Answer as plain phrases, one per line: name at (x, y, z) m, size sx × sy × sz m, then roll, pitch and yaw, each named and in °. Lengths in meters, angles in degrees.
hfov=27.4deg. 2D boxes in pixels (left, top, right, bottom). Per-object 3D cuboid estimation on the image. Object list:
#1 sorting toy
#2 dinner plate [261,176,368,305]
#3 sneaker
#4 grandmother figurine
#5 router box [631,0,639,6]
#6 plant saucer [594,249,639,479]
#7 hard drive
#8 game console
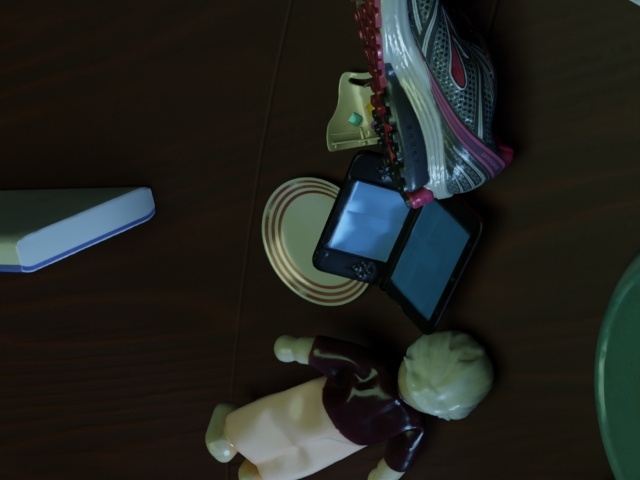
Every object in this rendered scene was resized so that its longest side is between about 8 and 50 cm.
sorting toy at (0.047, -0.129, 1.268) m, size 0.083 × 0.045 × 0.075 m, roll -3°, pitch 99°, yaw 37°
dinner plate at (0.000, 0.000, 1.368) m, size 0.141 × 0.017 × 0.141 m, roll 15°, pitch 118°, yaw 31°
sneaker at (0.092, -0.178, 1.151) m, size 0.112 × 0.121 × 0.299 m, roll -16°, pitch 121°, yaw -5°
grandmother figurine at (0.030, 0.172, 1.373) m, size 0.342 × 0.104 × 0.208 m, roll -24°, pitch 121°, yaw 37°
router box at (0.190, -0.394, 1.026) m, size 0.335 × 0.082 × 0.301 m, roll 33°, pitch 125°, yaw 21°
plant saucer at (0.318, 0.134, 1.075) m, size 0.317 × 0.044 × 0.317 m, roll 177°, pitch 90°, yaw -65°
hard drive at (-0.378, -0.015, 1.506) m, size 0.319 × 0.210 × 0.040 m, roll 0°, pitch 108°, yaw 36°
game console at (0.071, 0.003, 1.265) m, size 0.124 × 0.085 × 0.144 m, roll 15°, pitch 121°, yaw -13°
